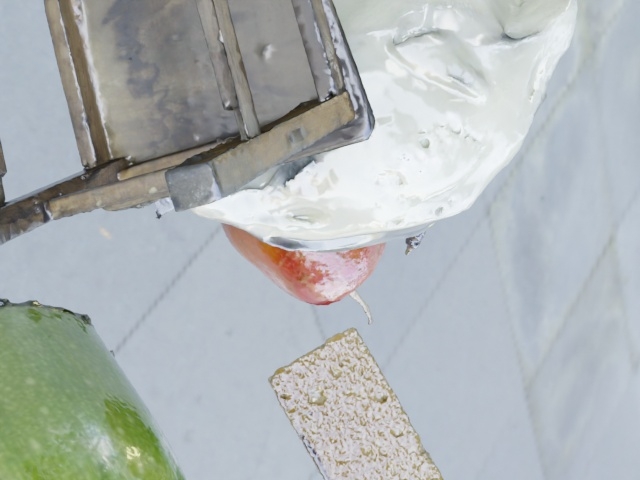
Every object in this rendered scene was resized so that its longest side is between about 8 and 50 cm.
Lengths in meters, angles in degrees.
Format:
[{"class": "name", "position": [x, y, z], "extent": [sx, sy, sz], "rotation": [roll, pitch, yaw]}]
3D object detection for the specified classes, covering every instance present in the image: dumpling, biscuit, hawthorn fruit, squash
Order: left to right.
[{"class": "squash", "position": [-0.225, 0.253, 1.003], "extent": [0.310, 0.309, 0.310], "rotation": [-25, 136, -27]}, {"class": "hawthorn fruit", "position": [0.000, 0.000, 1.173], "extent": [0.162, 0.162, 0.203], "rotation": [-36, 95, -47]}, {"class": "biscuit", "position": [0.043, 0.229, 1.476], "extent": [0.131, 0.025, 0.231], "rotation": [-29, 91, -8]}, {"class": "dumpling", "position": [0.028, -0.112, 0.919], "extent": [0.318, 0.243, 0.187], "rotation": [-29, 126, -9]}]

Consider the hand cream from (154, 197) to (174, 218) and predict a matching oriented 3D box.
[{"class": "hand cream", "position": [-0.179, -0.158, 1.363], "extent": [0.084, 0.050, 0.257], "rotation": [-43, 133, -65]}]

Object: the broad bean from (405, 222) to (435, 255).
[{"class": "broad bean", "position": [0.151, -0.140, 1.612], "extent": [0.077, 0.061, 0.339], "rotation": [-8, 110, -42]}]

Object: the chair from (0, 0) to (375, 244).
[{"class": "chair", "position": [-0.084, -0.143, 0.795], "extent": [0.416, 0.203, 0.240], "rotation": [-22, 96, -67]}]
